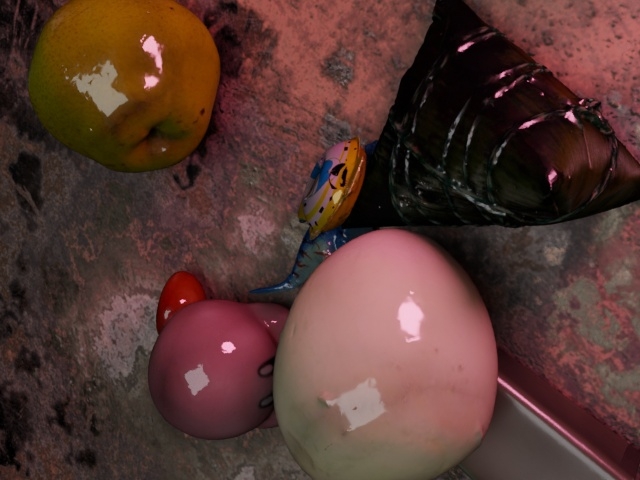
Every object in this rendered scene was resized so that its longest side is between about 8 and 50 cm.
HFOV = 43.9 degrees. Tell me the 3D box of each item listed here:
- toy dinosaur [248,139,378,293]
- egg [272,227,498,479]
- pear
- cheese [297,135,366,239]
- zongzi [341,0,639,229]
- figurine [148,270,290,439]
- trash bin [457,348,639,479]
[{"bbox_3d":[0.025,0.013,1.212,0.144,0.076,0.329,47,112,21],"label":"toy dinosaur"},{"bbox_3d":[0.083,0.147,1.017,0.283,0.283,0.345,-7,64,27],"label":"egg"},{"bbox_3d":[-0.299,-0.254,1.222,0.294,0.294,0.294,5,101,26],"label":"pear"},{"bbox_3d":[0.009,-0.069,1.125,0.064,0.250,0.157,24,78,-10],"label":"cheese"},{"bbox_3d":[0.182,-0.090,1.040,0.383,0.319,0.362,48,118,33],"label":"zongzi"},{"bbox_3d":[-0.181,0.207,1.267,0.261,0.211,0.270,8,103,25],"label":"figurine"},{"bbox_3d":[0.292,0.286,1.102,0.240,0.122,0.164,41,113,17],"label":"trash bin"}]
